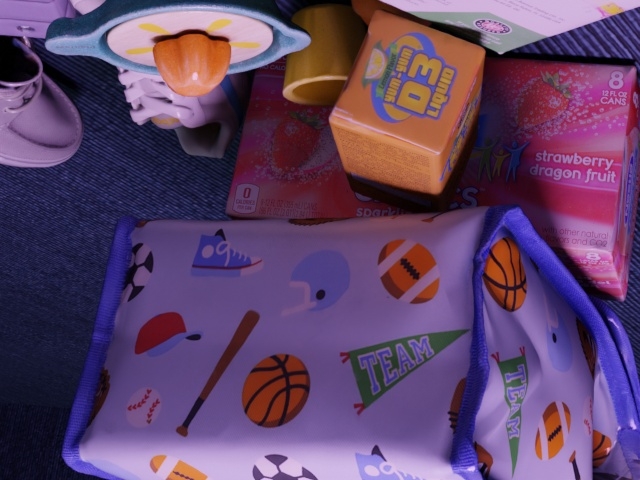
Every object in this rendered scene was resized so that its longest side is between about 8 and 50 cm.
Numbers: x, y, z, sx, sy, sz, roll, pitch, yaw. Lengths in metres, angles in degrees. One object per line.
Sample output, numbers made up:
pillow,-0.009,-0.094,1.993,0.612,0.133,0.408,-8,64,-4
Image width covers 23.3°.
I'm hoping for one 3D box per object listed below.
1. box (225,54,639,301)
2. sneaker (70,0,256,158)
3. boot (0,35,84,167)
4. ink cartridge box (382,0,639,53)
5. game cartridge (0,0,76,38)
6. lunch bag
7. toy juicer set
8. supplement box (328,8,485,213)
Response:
box,0.096,-0.055,1.221,0.300,0.154,0.142,7,164,17
sneaker,-0.115,-0.137,1.168,0.087,0.092,0.228,4,163,27
boot,-0.267,-0.128,1.285,0.123,0.095,0.258,6,165,42
ink cartridge box,0.117,-0.187,0.839,0.154,0.093,0.212,19,165,-31
game cartridge,-0.358,-0.207,1.048,0.355,0.068,0.230,5,170,2
lunch bag,0.054,0.128,1.187,0.328,0.239,0.385,-1,154,30
toy juicer set,-0.067,-0.147,0.999,0.329,0.089,0.209,6,165,-31
supplement box,0.060,-0.076,1.027,0.080,0.078,0.233,22,174,10
